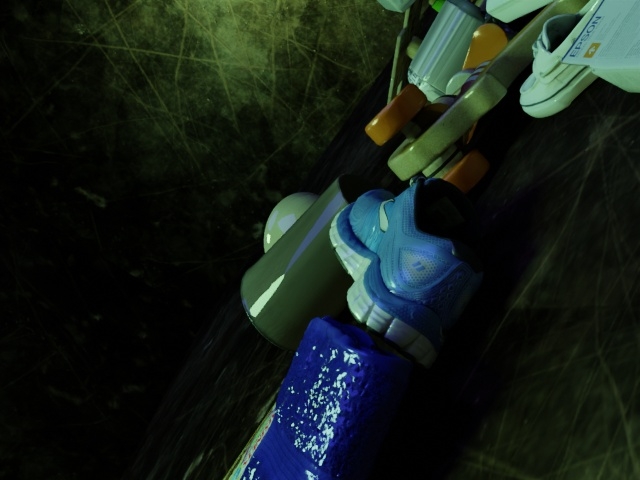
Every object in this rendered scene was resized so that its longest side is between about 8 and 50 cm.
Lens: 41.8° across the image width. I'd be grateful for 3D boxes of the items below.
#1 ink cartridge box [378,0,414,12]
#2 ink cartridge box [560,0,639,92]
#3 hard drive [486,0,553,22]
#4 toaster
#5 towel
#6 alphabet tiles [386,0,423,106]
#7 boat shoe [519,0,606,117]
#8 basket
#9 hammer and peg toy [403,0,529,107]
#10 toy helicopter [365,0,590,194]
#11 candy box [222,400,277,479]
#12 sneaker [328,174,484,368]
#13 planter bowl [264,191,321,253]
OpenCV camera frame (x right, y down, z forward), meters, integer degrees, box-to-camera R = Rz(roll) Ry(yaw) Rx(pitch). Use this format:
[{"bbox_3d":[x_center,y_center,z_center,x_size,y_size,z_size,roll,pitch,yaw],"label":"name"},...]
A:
[{"bbox_3d":[0.219,-0.538,1.459,0.324,0.071,0.330,-44,14,11],"label":"ink cartridge box"},{"bbox_3d":[0.309,-0.215,0.643,0.223,0.045,0.224,-56,15,5],"label":"ink cartridge box"},{"bbox_3d":[0.271,-0.340,0.815,0.307,0.040,0.203,-165,97,-77],"label":"hard drive"},{"bbox_3d":[0.213,-0.270,1.241,0.146,0.129,0.227,-58,9,18],"label":"toaster"},{"bbox_3d":[-0.027,0.220,0.748,0.227,0.076,0.308,178,115,-82],"label":"towel"},{"bbox_3d":[0.158,-0.339,1.533,0.198,0.009,0.237,-61,-17,-48],"label":"alphabet tiles"},{"bbox_3d":[0.258,-0.201,0.856,0.083,0.076,0.226,-60,8,-23],"label":"boat shoe"},{"bbox_3d":[0.009,0.024,1.243,0.227,0.154,0.204,-49,12,26],"label":"basket"},{"bbox_3d":[0.248,-0.392,1.492,0.361,0.127,0.266,-48,12,48],"label":"hammer and peg toy"},{"bbox_3d":[0.224,-0.208,1.055,0.355,0.140,0.235,-44,2,15],"label":"toy helicopter"},{"bbox_3d":[-0.080,0.287,1.155,0.206,0.027,0.105,-56,11,6],"label":"candy box"},{"bbox_3d":[0.104,0.005,0.887,0.147,0.130,0.330,-48,18,11],"label":"sneaker"},{"bbox_3d":[0.000,0.000,1.425,0.109,0.162,0.162,8,62,53],"label":"planter bowl"}]
